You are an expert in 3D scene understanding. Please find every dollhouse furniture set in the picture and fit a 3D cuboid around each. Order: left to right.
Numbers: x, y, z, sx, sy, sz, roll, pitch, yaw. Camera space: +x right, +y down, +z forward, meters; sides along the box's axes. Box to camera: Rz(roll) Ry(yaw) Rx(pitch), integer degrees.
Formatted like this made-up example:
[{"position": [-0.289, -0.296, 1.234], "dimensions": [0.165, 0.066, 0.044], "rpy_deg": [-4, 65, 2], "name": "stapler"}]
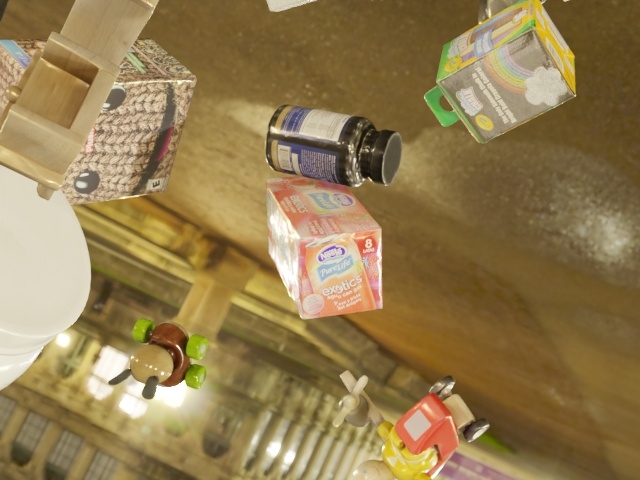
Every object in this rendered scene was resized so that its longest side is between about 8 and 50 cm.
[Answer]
[{"position": [-0.279, -0.230, 0.606], "dimensions": [0.355, 0.303, 0.174], "rpy_deg": [26, 156, -18], "name": "dollhouse furniture set"}]

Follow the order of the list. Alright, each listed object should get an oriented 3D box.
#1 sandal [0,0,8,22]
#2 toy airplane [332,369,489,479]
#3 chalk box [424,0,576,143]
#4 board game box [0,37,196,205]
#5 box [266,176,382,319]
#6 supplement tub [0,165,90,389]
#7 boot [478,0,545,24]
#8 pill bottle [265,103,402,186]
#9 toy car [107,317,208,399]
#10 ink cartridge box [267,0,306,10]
[{"position": [-0.538, -0.477, 1.442], "dimensions": [0.167, 0.446, 0.107], "rpy_deg": [1, 154, 3], "name": "sandal"}, {"position": [0.182, 0.484, 2.005], "dimensions": [0.386, 0.272, 0.384], "rpy_deg": [7, 117, 60], "name": "toy airplane"}, {"position": [0.264, -0.250, 1.411], "dimensions": [0.213, 0.132, 0.132], "rpy_deg": [-25, 118, 30], "name": "chalk box"}, {"position": [-0.381, -0.193, 1.505], "dimensions": [0.291, 0.232, 0.141], "rpy_deg": [-13, -136, -44], "name": "board game box"}, {"position": [0.000, 0.000, 1.622], "dimensions": [0.142, 0.154, 0.300], "rpy_deg": [-7, -157, -12], "name": "box"}, {"position": [-0.392, 0.058, 0.819], "dimensions": [0.325, 0.235, 0.235], "rpy_deg": [-28, 143, 22], "name": "supplement tub"}, {"position": [0.396, -0.586, 1.824], "dimensions": [0.118, 0.338, 0.223], "rpy_deg": [-1, 169, -11], "name": "boot"}, {"position": [0.024, -0.161, 1.601], "dimensions": [0.219, 0.123, 0.123], "rpy_deg": [14, 167, 22], "name": "pill bottle"}, {"position": [-0.342, 0.266, 1.891], "dimensions": [0.155, 0.149, 0.188], "rpy_deg": [14, -152, 16], "name": "toy car"}, {"position": [-0.063, -0.430, 1.356], "dimensions": [0.072, 0.175, 0.127], "rpy_deg": [-17, -168, 6], "name": "ink cartridge box"}]
